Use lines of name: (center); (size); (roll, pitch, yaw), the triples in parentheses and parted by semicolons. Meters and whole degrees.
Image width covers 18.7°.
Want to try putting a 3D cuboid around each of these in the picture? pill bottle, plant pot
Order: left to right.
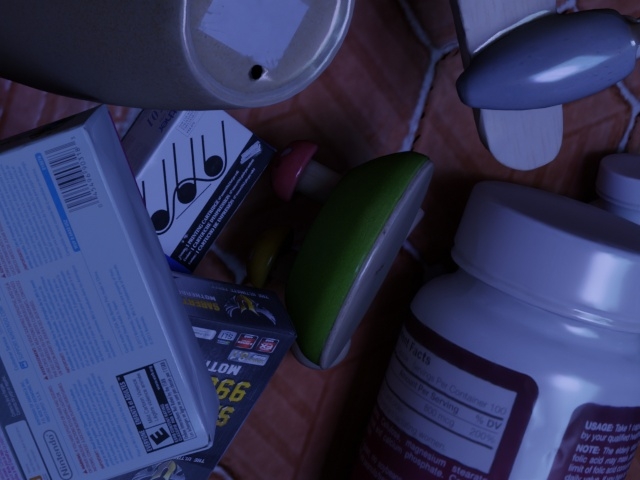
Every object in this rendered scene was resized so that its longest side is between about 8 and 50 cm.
plant pot: (-0.108, -0.185, 1.243); (0.256, 0.274, 0.256); (-17, 121, -31)
pill bottle: (0.155, 0.162, 1.650); (0.224, 0.224, 0.392); (9, 106, -40)
pill bottle: (0.279, 0.018, 1.755); (0.108, 0.108, 0.180); (-8, 116, -35)

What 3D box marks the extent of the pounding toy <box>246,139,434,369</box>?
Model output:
pounding toy: (0.000, 0.000, 1.526); (0.183, 0.110, 0.237); (-61, 174, -10)

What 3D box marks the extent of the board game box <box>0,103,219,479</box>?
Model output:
board game box: (-0.244, 0.067, 1.241); (0.303, 0.097, 0.224); (-18, 103, 5)

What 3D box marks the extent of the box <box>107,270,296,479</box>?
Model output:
box: (-0.160, 0.101, 1.428); (0.231, 0.056, 0.183); (14, 122, -32)

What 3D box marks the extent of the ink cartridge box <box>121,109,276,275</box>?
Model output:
ink cartridge box: (-0.131, -0.012, 1.462); (0.097, 0.046, 0.207); (36, 88, -42)

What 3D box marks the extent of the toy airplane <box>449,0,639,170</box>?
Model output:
toy airplane: (0.140, -0.275, 1.366); (0.386, 0.272, 0.384); (28, 87, -48)
